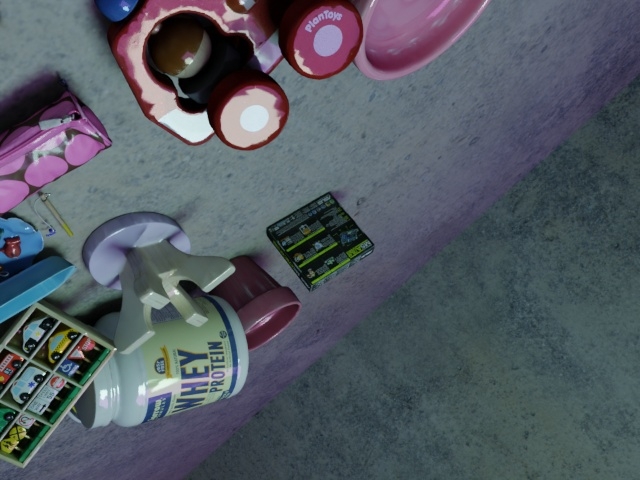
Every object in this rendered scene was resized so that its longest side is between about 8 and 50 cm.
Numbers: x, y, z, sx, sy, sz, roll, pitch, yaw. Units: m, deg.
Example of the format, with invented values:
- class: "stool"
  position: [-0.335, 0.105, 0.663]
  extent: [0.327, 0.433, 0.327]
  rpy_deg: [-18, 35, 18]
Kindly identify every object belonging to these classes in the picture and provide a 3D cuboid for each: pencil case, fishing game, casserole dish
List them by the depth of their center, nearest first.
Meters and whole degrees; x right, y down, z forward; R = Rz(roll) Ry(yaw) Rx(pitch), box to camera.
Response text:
- class: "pencil case"
  position: [-0.360, -0.095, 0.734]
  extent: [0.209, 0.095, 0.098]
  rpy_deg: [-38, -164, -7]
- class: "fishing game"
  position: [-0.487, 0.034, 0.878]
  extent: [0.264, 0.041, 0.189]
  rpy_deg: [-28, 160, -20]
- class: "casserole dish"
  position: [-0.468, 0.081, 0.955]
  extent: [0.114, 0.037, 0.188]
  rpy_deg: [-36, -178, 45]

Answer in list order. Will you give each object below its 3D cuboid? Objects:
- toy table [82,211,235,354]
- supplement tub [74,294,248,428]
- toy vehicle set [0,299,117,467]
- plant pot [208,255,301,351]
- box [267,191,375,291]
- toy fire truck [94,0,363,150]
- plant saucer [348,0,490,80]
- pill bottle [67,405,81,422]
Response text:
- class: "toy table"
  position: [-0.296, 0.070, 1.126]
  extent: [0.252, 0.161, 0.274]
  rpy_deg: [-42, 160, 9]
- class: "supplement tub"
  position: [-0.343, 0.252, 1.299]
  extent: [0.325, 0.235, 0.235]
  rpy_deg: [-8, 147, -37]
- class: "toy vehicle set"
  position: [-0.505, 0.247, 1.068]
  extent: [0.166, 0.035, 0.266]
  rpy_deg: [39, 87, -28]
- class: "plant pot"
  position: [-0.174, 0.144, 1.481]
  extent: [0.201, 0.180, 0.201]
  rpy_deg: [-33, 160, -14]
- class: "box"
  position: [0.000, 0.000, 1.461]
  extent: [0.191, 0.184, 0.045]
  rpy_deg: [-32, 161, -20]
- class: "toy fire truck"
  position: [-0.117, -0.266, 0.723]
  extent: [0.302, 0.169, 0.254]
  rpy_deg: [-43, 137, 12]
- class: "plant saucer"
  position: [0.165, -0.409, 0.977]
  extent: [0.332, 0.084, 0.332]
  rpy_deg: [-34, 161, -14]
- class: "pill bottle"
  position: [-0.504, 0.330, 1.430]
  extent: [0.184, 0.103, 0.103]
  rpy_deg: [-36, 161, -6]
